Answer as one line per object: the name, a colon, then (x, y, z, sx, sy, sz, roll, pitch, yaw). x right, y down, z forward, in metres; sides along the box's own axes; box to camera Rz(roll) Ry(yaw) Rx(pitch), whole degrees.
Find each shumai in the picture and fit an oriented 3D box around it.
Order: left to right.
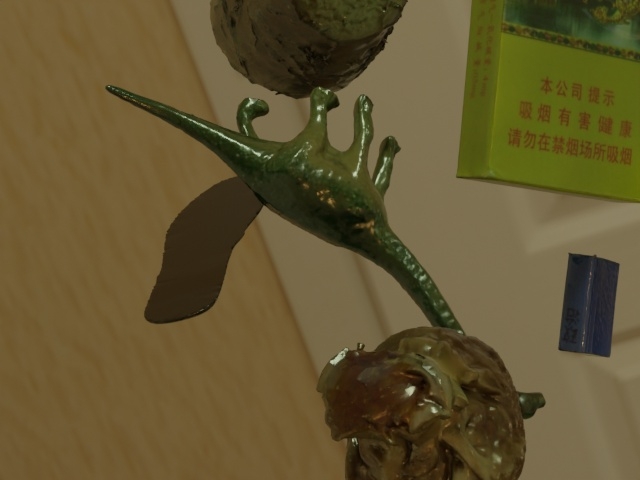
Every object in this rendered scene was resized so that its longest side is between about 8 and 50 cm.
shumai: (0.088, 0.149, 1.618, 0.161, 0.153, 0.209, 14, 61, 22)

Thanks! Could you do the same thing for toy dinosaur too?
toy dinosaur: (0.000, 0.000, 1.797, 0.447, 0.087, 0.301, 11, 59, -8)

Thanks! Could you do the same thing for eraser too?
eraser: (0.229, 0.056, 1.641, 0.027, 0.085, 0.063, 4, -6, 32)

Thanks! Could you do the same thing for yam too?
yam: (-0.001, -0.280, 2.181, 0.202, 0.201, 0.271, -30, -11, -19)

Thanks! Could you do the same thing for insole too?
insole: (-0.117, 0.004, 1.965, 0.109, 0.007, 0.322, -14, 25, 14)

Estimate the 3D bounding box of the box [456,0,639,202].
box: (0.206, -0.206, 1.587, 0.187, 0.335, 0.047, 7, -3, -37)
